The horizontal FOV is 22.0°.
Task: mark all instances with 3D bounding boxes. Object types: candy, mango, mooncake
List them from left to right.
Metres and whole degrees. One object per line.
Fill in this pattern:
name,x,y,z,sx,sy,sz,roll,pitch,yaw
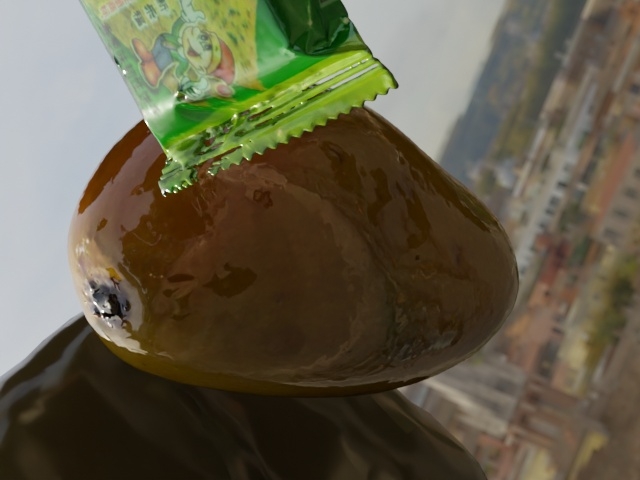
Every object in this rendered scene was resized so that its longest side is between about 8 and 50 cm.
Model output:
mooncake,-0.129,0.229,0.949,0.467,0.262,0.467,-42,-8,-7
candy,-0.054,-0.107,0.504,0.102,0.178,0.032,-21,10,46
mango,0.000,0.000,0.725,0.113,0.253,0.138,-17,73,43
